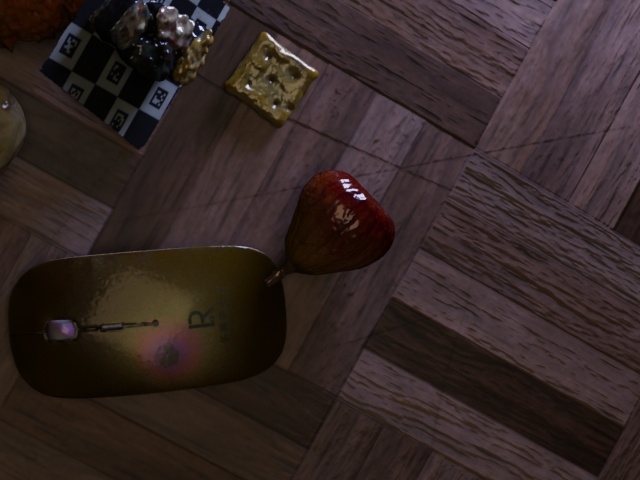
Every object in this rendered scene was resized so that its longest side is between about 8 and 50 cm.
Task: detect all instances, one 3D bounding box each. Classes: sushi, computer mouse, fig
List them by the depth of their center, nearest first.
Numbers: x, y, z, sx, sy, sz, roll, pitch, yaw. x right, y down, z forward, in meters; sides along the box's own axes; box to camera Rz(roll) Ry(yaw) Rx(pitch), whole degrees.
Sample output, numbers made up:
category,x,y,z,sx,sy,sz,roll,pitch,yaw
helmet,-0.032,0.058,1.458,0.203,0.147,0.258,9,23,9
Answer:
category,x,y,z,sx,sy,sz,roll,pitch,yaw
sushi,-0.176,-0.204,1.712,0.050,0.215,0.192,30,86,30
computer mouse,-0.190,0.089,1.793,0.310,0.072,0.158,-4,93,-10
fig,0.007,-0.012,1.793,0.153,0.119,0.119,-32,100,-29

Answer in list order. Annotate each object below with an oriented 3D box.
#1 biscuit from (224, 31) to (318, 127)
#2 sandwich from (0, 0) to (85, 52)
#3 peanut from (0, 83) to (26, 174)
category,x,y,z,sx,sy,sz,roll,pitch,yaw
biscuit,-0.056,-0.182,1.827,0.083,0.018,0.081,37,87,-11
sandwich,-0.329,-0.303,1.703,0.301,0.162,0.250,8,127,-28
peanut,-0.400,-0.053,1.721,0.123,0.123,0.257,35,83,-11
